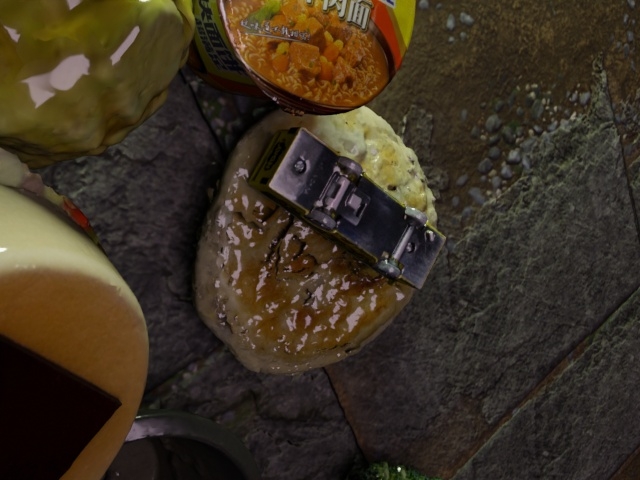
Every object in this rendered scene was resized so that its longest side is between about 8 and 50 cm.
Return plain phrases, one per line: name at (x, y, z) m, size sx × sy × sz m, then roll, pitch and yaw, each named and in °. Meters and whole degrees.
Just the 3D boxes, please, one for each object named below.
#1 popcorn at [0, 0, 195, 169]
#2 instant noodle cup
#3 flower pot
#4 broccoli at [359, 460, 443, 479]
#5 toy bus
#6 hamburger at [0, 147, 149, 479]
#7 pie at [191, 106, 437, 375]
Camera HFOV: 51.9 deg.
popcorn at (-0.251, -0.202, 0.457) m, size 0.334 × 0.293 × 0.292 m, roll 43°, pitch 31°, yaw -24°
instant noodle cup at (-0.042, -0.224, 0.632) m, size 0.213 × 0.174 × 0.213 m, roll -6°, pitch 101°, yaw -34°
flower pot at (-0.203, 0.262, 0.624) m, size 0.269 × 0.166 × 0.269 m, roll -9°, pitch 107°, yaw -32°
broccoli at (0.121, 0.405, 0.866) m, size 0.198 × 0.176 × 0.226 m, roll -22°, pitch 126°, yaw -34°
toy bus at (0.033, -0.027, 0.689) m, size 0.226 × 0.074 × 0.081 m, roll 32°, pitch 79°, yaw -33°
hamburger at (-0.248, 0.090, 0.399) m, size 0.302 × 0.170 × 0.302 m, roll -42°, pitch 147°, yaw -36°
pie at (0.000, 0.000, 0.762) m, size 0.339 × 0.077 × 0.339 m, roll -7°, pitch 103°, yaw -34°
